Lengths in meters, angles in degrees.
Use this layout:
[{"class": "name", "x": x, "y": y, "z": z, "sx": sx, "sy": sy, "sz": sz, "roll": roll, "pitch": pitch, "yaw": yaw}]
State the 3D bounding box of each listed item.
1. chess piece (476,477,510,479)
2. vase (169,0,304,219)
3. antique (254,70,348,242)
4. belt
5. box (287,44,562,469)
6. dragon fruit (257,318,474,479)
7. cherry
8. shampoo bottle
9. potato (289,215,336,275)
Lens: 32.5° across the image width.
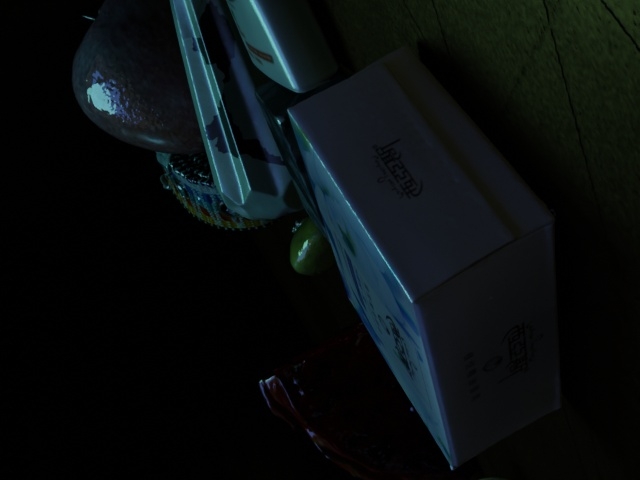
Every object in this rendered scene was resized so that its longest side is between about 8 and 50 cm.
[{"class": "chess piece", "x": 0.206, "y": 0.379, "z": 1.446, "sx": 0.117, "sy": 0.117, "sz": 0.397, "roll": 61, "pitch": 175, "yaw": 14}, {"class": "vase", "x": -0.095, "y": -0.208, "z": 1.283, "sx": 0.165, "sy": 0.165, "sz": 0.360, "roll": -134, "pitch": 22, "yaw": -69}, {"class": "antique", "x": 0.010, "y": -0.089, "z": 1.170, "sx": 0.088, "sy": 0.086, "sz": 0.183, "roll": 55, "pitch": 171, "yaw": 53}, {"class": "belt", "x": -0.141, "y": -0.137, "z": 1.648, "sx": 0.257, "sy": 0.207, "sz": 0.150, "roll": 48, "pitch": 164, "yaw": 35}, {"class": "box", "x": 0.088, "y": 0.021, "z": 0.862, "sx": 0.203, "sy": 0.116, "sz": 0.274, "roll": 57, "pitch": 172, "yaw": 35}, {"class": "dragon fruit", "x": 0.052, "y": 0.259, "z": 1.670, "sx": 0.286, "sy": 0.228, "sz": 0.329, "roll": 62, "pitch": 172, "yaw": -9}, {"class": "cherry", "x": -0.201, "y": -0.244, "z": 1.510, "sx": 0.307, "sy": 0.261, "sz": 0.221, "roll": 34, "pitch": -175, "yaw": 18}, {"class": "shampoo bottle", "x": -0.076, "y": -0.291, "z": 1.072, "sx": 0.284, "sy": 0.071, "sz": 0.153, "roll": 64, "pitch": 172, "yaw": -28}, {"class": "potato", "x": 0.000, "y": 0.000, "z": 1.589, "sx": 0.085, "sy": 0.105, "sz": 0.188, "roll": 44, "pitch": -175, "yaw": 4}]
